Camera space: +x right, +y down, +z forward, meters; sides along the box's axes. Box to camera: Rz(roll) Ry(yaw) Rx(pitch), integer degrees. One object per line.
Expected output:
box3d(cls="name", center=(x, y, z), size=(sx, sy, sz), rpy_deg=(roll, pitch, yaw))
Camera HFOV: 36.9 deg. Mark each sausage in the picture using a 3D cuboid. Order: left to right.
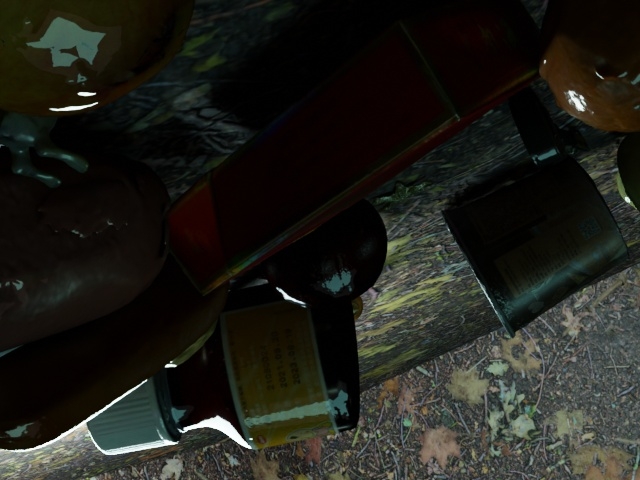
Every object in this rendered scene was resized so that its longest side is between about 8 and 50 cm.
box3d(cls="sausage", center=(-0.230, 0.005, 0.723), size=(0.152, 0.152, 0.280), rpy_deg=(-32, 172, 37))
box3d(cls="sausage", center=(-0.181, 0.093, 0.825), size=(0.089, 0.083, 0.300), rpy_deg=(18, -148, 26))
box3d(cls="sausage", center=(0.275, -0.188, 0.695), size=(0.268, 0.153, 0.141), rpy_deg=(-42, 154, 20))

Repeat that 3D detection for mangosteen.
box3d(cls="mangosteen", center=(0.000, 0.000, 1.094), size=(0.152, 0.152, 0.152), rpy_deg=(-19, 165, -5))

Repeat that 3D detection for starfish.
box3d(cls="starfish", center=(0.107, -0.059, 1.248), size=(0.092, 0.016, 0.086), rpy_deg=(-16, 167, -27))

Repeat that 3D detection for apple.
box3d(cls="apple", center=(-0.124, -0.125, 0.438), size=(0.146, 0.146, 0.146), rpy_deg=(-19, 165, -5))

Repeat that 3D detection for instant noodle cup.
box3d(cls="instant noodle cup", center=(0.311, 0.001, 1.386), size=(0.207, 0.217, 0.217), rpy_deg=(-30, 164, 8))

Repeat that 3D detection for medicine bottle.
box3d(cls="medicine bottle", center=(-0.141, 0.191, 1.406), size=(0.395, 0.242, 0.242), rpy_deg=(-10, 166, 7))

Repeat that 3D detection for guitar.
box3d(cls="guitar", center=(0.281, -0.125, 1.155), size=(0.038, 0.083, 0.271), rpy_deg=(-23, 172, 23))

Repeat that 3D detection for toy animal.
box3d(cls="toy animal", center=(-0.187, -0.079, 0.622), size=(0.219, 0.095, 0.155), rpy_deg=(-28, 159, 27))

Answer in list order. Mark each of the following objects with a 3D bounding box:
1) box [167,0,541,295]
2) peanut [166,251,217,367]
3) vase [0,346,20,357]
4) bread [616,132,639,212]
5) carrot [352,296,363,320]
box3d(cls="box", center=(0.024, -0.082, 0.813), size=(0.313, 0.089, 0.197), rpy_deg=(-34, 180, 39))
box3d(cls="peanut", center=(-0.193, 0.072, 1.065), size=(0.149, 0.149, 0.313), rpy_deg=(-22, 170, 4))
box3d(cls="vase", center=(-0.414, 0.110, 0.747), size=(0.250, 0.250, 0.445), rpy_deg=(-32, 166, 36))
box3d(cls="bread", center=(0.592, -0.108, 1.358), size=(0.300, 0.210, 0.341), rpy_deg=(0, 156, -48))
box3d(cls="carrot", center=(0.014, 0.129, 1.727), size=(0.061, 0.061, 0.257), rpy_deg=(-15, 174, -22))
